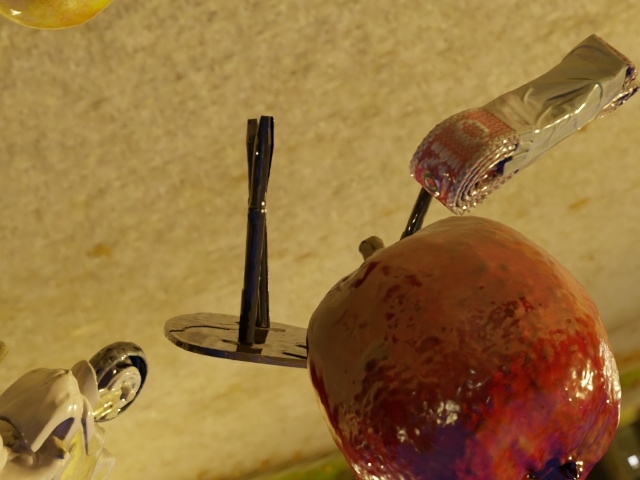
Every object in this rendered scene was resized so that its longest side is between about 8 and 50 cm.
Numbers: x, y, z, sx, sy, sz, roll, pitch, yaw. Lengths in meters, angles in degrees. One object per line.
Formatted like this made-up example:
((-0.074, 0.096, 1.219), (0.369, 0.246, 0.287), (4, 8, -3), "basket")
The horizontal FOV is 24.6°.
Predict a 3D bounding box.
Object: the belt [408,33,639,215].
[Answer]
((0.157, -0.091, 1.061), (0.232, 0.053, 0.071), (-31, 152, -37), "belt")

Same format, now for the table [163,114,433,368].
((0.000, 0.000, 1.617), (0.317, 0.249, 0.317), (9, -177, -1), "table")

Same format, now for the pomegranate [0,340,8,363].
((-0.322, 0.149, 0.969), (0.263, 0.211, 0.211), (-37, 166, 6), "pomegranate")

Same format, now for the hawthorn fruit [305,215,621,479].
((0.116, 0.101, 1.284), (0.265, 0.307, 0.265), (-18, 145, -14), "hawthorn fruit")

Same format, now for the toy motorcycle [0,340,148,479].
((-0.310, 0.253, 1.539), (0.223, 0.108, 0.341), (11, 109, -61), "toy motorcycle")

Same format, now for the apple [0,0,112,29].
((-0.326, -0.363, 1.721), (0.237, 0.237, 0.207), (-24, 153, -1), "apple")
